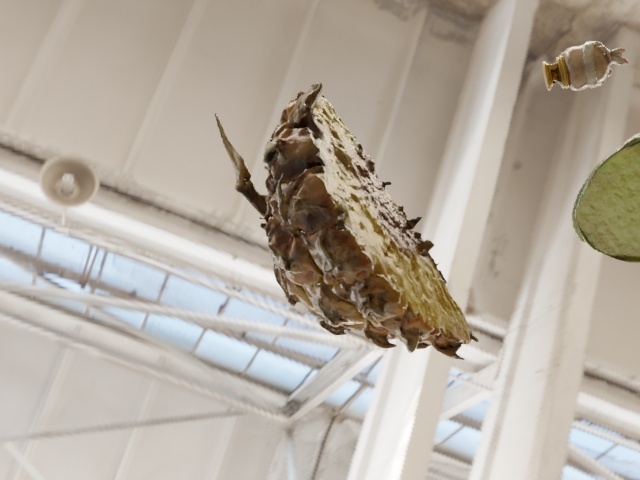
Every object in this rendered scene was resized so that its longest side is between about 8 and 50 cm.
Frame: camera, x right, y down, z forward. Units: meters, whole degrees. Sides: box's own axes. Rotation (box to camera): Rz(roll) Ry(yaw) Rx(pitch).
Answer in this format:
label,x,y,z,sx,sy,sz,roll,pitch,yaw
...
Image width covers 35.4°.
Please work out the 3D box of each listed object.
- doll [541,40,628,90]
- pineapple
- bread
label,x,y,z,sx,sy,sz,roll,pitch,yaw
doll,0.411,-0.274,1.561,0.127,0.084,0.073,-13,-67,10
pineapple,-0.004,0.003,0.987,0.334,0.158,0.161,63,-149,-4
bread,0.559,-0.074,1.646,0.301,0.301,0.045,8,-139,-15
